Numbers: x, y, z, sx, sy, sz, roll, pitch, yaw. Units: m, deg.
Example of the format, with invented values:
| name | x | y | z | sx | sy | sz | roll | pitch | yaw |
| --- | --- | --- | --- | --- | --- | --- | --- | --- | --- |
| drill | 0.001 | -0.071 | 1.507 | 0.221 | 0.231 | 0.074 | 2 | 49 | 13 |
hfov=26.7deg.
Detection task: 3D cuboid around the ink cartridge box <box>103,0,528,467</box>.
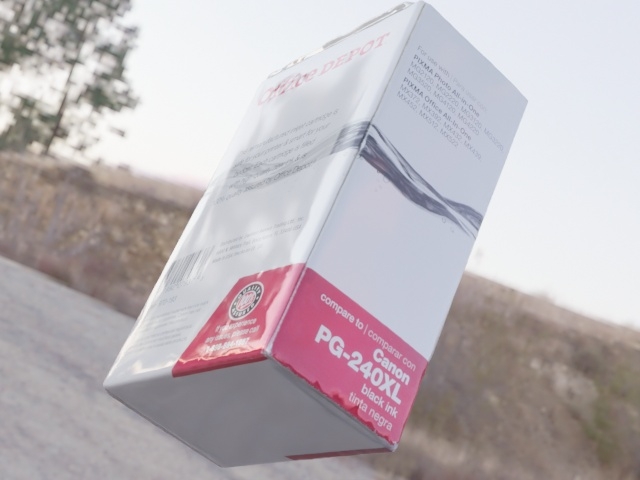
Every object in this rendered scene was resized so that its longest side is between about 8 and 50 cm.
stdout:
| name | x | y | z | sx | sy | sz | roll | pitch | yaw |
| --- | --- | --- | --- | --- | --- | --- | --- | --- | --- |
| ink cartridge box | 0.000 | 0.000 | 0.489 | 0.063 | 0.150 | 0.109 | 38 | -30 | -23 |
